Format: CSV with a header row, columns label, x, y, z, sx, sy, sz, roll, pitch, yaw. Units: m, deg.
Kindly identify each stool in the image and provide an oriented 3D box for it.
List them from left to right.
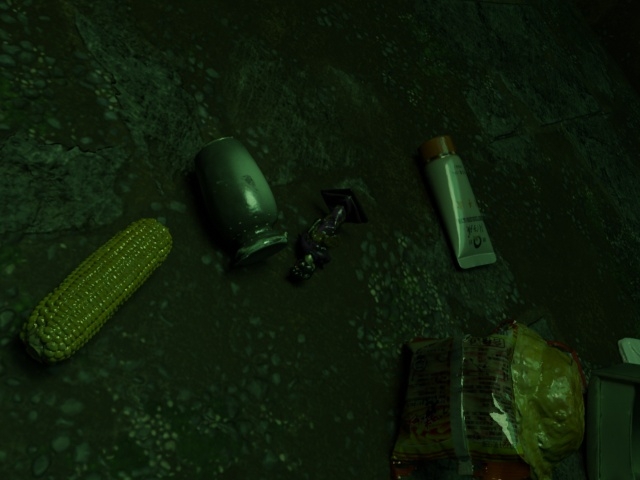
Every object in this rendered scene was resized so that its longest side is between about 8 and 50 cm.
label,x,y,z,sx,sy,sz,roll,pitch,yaw
stool,0.703,0.393,1.233,0.170,0.269,0.244,2,89,-40

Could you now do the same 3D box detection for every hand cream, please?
label,x,y,z,sx,sy,sz,roll,pitch,yaw
hand cream,0.309,-0.085,1.416,0.139,0.089,0.314,-10,78,-41

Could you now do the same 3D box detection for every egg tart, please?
label,x,y,z,sx,sy,sz,roll,pitch,yaw
egg tart,0.425,0.305,1.151,0.319,0.128,0.319,27,58,-54

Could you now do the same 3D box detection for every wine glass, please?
label,x,y,z,sx,sy,sz,roll,pitch,yaw
wine glass,-0.134,-0.063,1.015,0.111,0.111,0.205,-13,73,-43

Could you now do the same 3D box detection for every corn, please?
label,x,y,z,sx,sy,sz,roll,pitch,yaw
corn,-0.297,0.062,0.825,0.081,0.081,0.248,43,46,-8

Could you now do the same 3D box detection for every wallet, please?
label,x,y,z,sx,sy,sz,roll,pitch,yaw
wallet,0.872,0.321,1.613,0.182,0.032,0.124,13,52,-22

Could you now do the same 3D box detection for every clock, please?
label,x,y,z,sx,sy,sz,roll,pitch,yaw
clock,0.533,0.302,1.354,0.113,0.061,0.155,22,47,-29

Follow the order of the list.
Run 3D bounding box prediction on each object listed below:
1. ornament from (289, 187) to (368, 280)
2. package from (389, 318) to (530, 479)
label,x,y,z,sx,sy,sz,roll,pitch,yaw
ornament,0.005,0.004,1.121,0.081,0.088,0.203,52,52,-34
package,0.228,0.260,1.035,0.108,0.223,0.288,57,32,-38
